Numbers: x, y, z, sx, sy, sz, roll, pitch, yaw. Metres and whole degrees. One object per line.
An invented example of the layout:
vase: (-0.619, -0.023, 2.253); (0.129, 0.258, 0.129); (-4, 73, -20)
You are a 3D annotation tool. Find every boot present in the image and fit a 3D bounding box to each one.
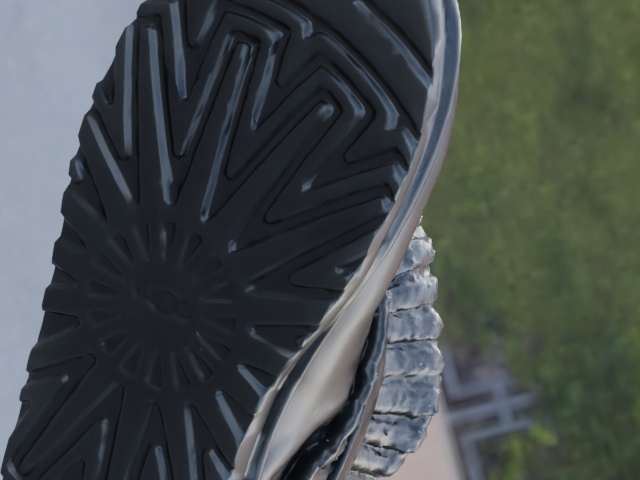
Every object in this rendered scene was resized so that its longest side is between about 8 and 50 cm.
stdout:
boot: (-0.004, -0.001, 0.876); (0.131, 0.348, 0.260); (34, 26, 16)
